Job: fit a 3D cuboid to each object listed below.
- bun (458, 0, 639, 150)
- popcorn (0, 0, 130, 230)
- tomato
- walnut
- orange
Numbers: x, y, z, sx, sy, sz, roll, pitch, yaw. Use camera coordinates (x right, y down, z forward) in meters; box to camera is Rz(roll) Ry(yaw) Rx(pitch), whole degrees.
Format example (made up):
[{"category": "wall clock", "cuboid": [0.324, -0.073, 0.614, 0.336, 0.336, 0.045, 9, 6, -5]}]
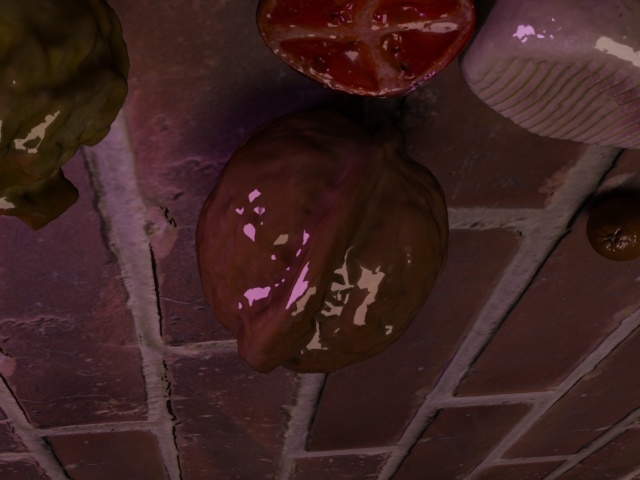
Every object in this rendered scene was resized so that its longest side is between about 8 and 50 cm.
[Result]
[{"category": "bun", "cuboid": [0.216, -0.154, 0.624, 0.222, 0.128, 0.222, 15, 175, 1]}, {"category": "popcorn", "cuboid": [-0.252, -0.108, 0.533, 0.233, 0.192, 0.266, -6, 134, 11]}, {"category": "tomato", "cuboid": [0.035, -0.177, 0.589, 0.155, 0.069, 0.156, 2, 153, 1]}, {"category": "walnut", "cuboid": [0.000, 0.000, 0.753, 0.224, 0.257, 0.257, 31, 145, 0]}, {"category": "orange", "cuboid": [0.345, -0.013, 0.937, 0.085, 0.085, 0.085, -5, 151, -3]}]
